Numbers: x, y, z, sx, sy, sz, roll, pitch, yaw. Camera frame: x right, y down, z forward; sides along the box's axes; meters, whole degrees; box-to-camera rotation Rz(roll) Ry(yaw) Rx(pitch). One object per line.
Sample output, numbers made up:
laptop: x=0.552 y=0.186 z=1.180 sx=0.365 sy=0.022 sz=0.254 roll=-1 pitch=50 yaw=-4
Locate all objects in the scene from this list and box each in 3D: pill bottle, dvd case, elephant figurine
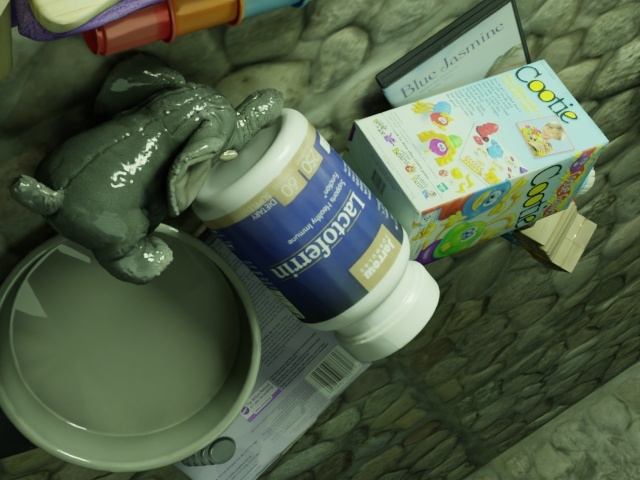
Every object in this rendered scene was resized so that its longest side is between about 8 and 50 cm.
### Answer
pill bottle: x=0.000 y=0.000 z=1.316 sx=0.153 sy=0.153 sz=0.265 roll=-39 pitch=113 yaw=12
dvd case: x=0.172 y=-0.187 z=1.482 sx=0.180 sy=0.022 sz=0.253 roll=-34 pitch=155 yaw=3
elephant figurine: x=-0.151 y=-0.093 z=1.160 sx=0.239 sy=0.186 sz=0.169 roll=-45 pitch=111 yaw=0

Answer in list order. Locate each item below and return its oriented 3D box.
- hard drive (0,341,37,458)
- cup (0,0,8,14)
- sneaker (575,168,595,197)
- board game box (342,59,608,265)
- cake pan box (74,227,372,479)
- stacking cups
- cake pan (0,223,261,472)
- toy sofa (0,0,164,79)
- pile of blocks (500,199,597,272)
hard drive: x=-0.367 y=0.178 z=1.463 sx=0.172 sy=0.054 sz=0.255 roll=-13 pitch=147 yaw=-36
cup: x=-0.285 y=-0.197 z=0.650 sx=0.331 sy=0.331 sz=0.237 roll=-37 pitch=-179 yaw=7
sneaker: x=0.347 y=-0.070 z=1.875 sx=0.073 sy=0.063 sz=0.162 roll=4 pitch=136 yaw=-24
board game box: x=0.175 y=-0.087 z=1.468 sx=0.275 sy=0.144 sz=0.142 roll=-20 pitch=153 yaw=-24
cake pan box: x=-0.111 y=0.139 z=1.422 sx=0.245 sy=0.070 sz=0.267 roll=40 pitch=100 yaw=-19
stacking cups: x=-0.053 y=-0.226 z=1.063 sx=0.316 sy=0.096 sz=0.096 roll=-24 pitch=153 yaw=-19
cake pan: x=-0.212 y=0.110 z=1.334 sx=0.293 sy=0.293 sz=0.054 roll=-35 pitch=-161 yaw=4
toy sofa: x=-0.088 y=-0.229 z=0.903 sx=0.362 sy=0.177 sz=0.150 roll=-23 pitch=164 yaw=-22
pile of blocks: x=0.297 y=-0.059 z=1.755 sx=0.113 sy=0.149 sz=0.362 roll=-61 pitch=153 yaw=-3
